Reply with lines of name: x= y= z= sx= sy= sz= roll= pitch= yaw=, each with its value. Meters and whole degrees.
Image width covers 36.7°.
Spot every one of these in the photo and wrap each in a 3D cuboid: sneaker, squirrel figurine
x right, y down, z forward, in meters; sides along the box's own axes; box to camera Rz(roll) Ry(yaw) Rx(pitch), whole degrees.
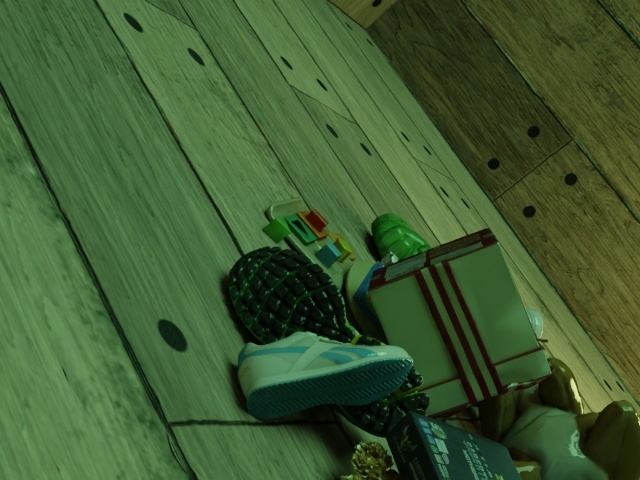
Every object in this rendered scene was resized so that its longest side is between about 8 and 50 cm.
sneaker: x=0.008 y=0.157 z=1.222 sx=0.229 sy=0.087 sz=0.092 roll=-3 pitch=41 yaw=-20
sneaker: x=-0.005 y=0.153 z=1.350 sx=0.343 sy=0.134 sz=0.146 roll=47 pitch=-20 yaw=12
squirrel figurine: x=0.401 y=0.366 z=1.744 sx=0.397 sy=0.281 sz=0.370 roll=57 pitch=2 yaw=-28

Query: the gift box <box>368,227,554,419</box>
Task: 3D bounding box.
gift box: x=0.214 y=0.150 z=1.555 sx=0.276 sy=0.255 sz=0.258 roll=-44 pitch=112 yaw=-77

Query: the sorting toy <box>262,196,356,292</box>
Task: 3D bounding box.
sorting toy: x=0.000 y=0.000 z=1.750 sx=0.196 sy=0.047 sz=0.348 roll=52 pitch=17 yaw=5

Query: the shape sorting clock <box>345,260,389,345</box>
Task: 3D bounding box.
shape sorting clock: x=0.114 y=0.129 z=1.752 sx=0.206 sy=0.040 sz=0.206 roll=39 pitch=36 yaw=-36

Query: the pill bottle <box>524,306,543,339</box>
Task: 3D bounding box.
pill bottle: x=0.363 y=0.171 z=2.063 sx=0.216 sy=0.121 sz=0.121 roll=14 pitch=33 yaw=-25

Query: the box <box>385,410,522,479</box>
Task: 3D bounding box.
box: x=0.195 y=0.333 z=1.193 sx=0.183 sy=0.059 sz=0.232 roll=26 pitch=26 yaw=-32

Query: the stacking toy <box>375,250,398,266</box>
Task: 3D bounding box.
stacking toy: x=0.192 y=0.135 z=1.943 sx=0.167 sy=0.052 sz=0.221 roll=42 pitch=20 yaw=-25

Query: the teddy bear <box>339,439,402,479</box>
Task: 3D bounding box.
teddy bear: x=0.144 y=0.392 z=1.193 sx=0.338 sy=0.113 sz=0.245 roll=54 pitch=20 yaw=11

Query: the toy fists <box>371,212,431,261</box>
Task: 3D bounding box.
toy fists: x=0.221 y=0.055 z=2.110 sx=0.279 sy=0.096 sz=0.142 roll=42 pitch=21 yaw=-28
